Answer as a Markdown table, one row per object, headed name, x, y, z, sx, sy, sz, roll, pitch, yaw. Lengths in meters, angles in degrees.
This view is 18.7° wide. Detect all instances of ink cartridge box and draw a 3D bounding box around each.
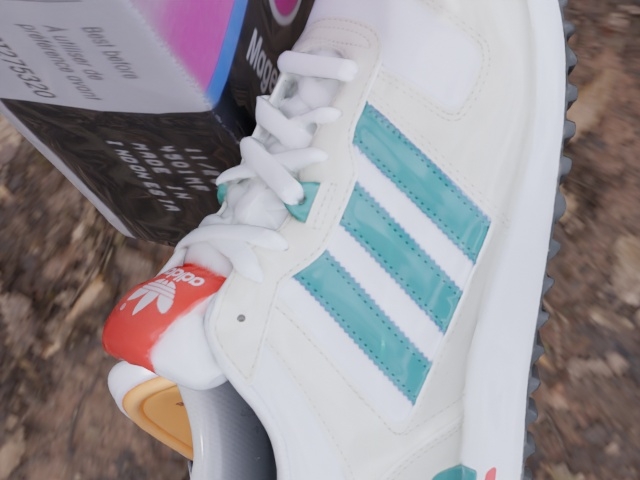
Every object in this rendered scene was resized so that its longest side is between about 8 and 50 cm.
| name | x | y | z | sx | sy | sz | roll | pitch | yaw |
| --- | --- | --- | --- | --- | --- | --- | --- | --- | --- |
| ink cartridge box | -0.008 | -0.198 | 0.435 | 0.069 | 0.176 | 0.371 | 5 | 71 | 19 |

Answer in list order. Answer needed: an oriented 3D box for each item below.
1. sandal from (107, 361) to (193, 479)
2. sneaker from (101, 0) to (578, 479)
| name | x | y | z | sx | sy | sz | roll | pitch | yaw |
| --- | --- | --- | --- | --- | --- | --- | --- | --- | --- |
| sandal | -0.014 | 0.106 | 0.830 | 0.102 | 0.265 | 0.076 | -15 | 69 | 19 |
| sneaker | 0.000 | 0.000 | 0.368 | 0.075 | 0.057 | 0.161 | 0 | 98 | -26 |
